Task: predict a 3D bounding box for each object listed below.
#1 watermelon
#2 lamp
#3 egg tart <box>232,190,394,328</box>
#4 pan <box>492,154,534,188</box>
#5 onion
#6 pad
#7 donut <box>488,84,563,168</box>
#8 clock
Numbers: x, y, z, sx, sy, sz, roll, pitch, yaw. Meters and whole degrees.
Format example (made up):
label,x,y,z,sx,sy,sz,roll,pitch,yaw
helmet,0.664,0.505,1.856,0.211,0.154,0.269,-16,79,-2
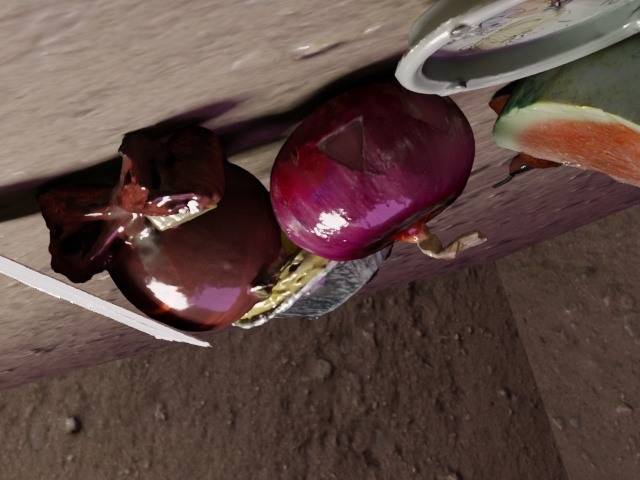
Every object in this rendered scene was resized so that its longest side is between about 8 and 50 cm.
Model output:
label,x,y,z,sx,sy,sz,roll,pitch,yaw
watermelon,0.264,-0.124,1.201,0.256,0.176,0.260,-27,155,6
lamp,-0.110,-0.001,1.241,0.215,0.151,0.223,-28,167,38
egg tart,0.000,0.000,1.418,0.234,0.094,0.234,-39,-160,17
pan,0.271,-0.101,2.035,0.068,0.023,0.115,-14,170,-41
onion,0.043,-0.055,1.229,0.177,0.153,0.177,-6,174,-1
pad,-0.214,0.044,1.261,0.232,0.004,0.156,25,169,-22
donut,0.258,-0.125,1.505,0.141,0.085,0.217,-24,174,39
clock,0.157,-0.165,1.008,0.236,0.053,0.236,-20,172,-3
